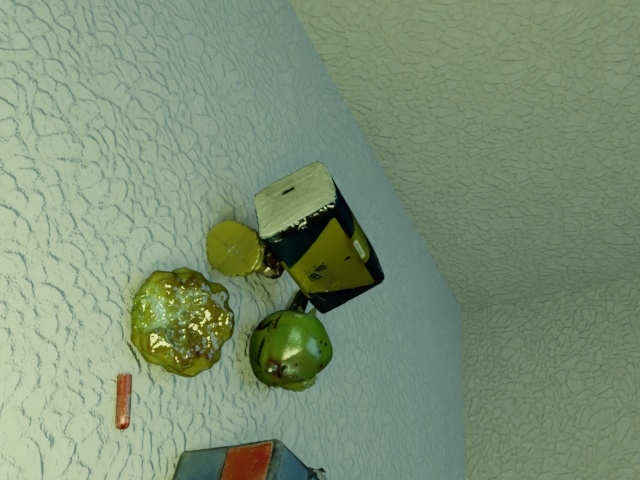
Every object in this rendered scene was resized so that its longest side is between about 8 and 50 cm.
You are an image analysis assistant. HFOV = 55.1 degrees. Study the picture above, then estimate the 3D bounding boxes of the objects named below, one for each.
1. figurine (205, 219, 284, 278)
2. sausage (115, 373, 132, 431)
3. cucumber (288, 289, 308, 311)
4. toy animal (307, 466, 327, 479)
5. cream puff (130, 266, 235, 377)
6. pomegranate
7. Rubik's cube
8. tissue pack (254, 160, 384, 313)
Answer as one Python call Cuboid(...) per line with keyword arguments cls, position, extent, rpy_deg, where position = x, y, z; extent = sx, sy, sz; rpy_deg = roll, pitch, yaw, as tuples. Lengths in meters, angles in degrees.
Cuboid(cls="figurine", position=(-0.207, 0.061, 1.957), extent=(0.315, 0.187, 0.168), rpy_deg=(35, 66, -65))
Cuboid(cls="sausage", position=(-0.450, 0.372, 1.404), extent=(0.034, 0.034, 0.130), rpy_deg=(30, 50, -56))
Cuboid(cls="cucumber", position=(-0.083, 0.246, 2.189), extent=(0.067, 0.067, 0.245), rpy_deg=(66, 25, -17))
Cuboid(cls="toy animal", position=(-0.074, 0.754, 1.801), extent=(0.235, 0.165, 0.187), rpy_deg=(41, 19, -50))
Cuboid(cls="cream puff", position=(-0.355, 0.203, 1.558), extent=(0.281, 0.185, 0.282), rpy_deg=(2, 84, -23))
Cuboid(cls="pomegranate", position=(-0.086, 0.321, 1.920), extent=(0.260, 0.260, 0.341), rpy_deg=(64, 22, -21))
Cuboid(cls="Rubik's cube", position=(-0.174, 0.696, 1.458), extent=(0.316, 0.313, 0.318), rpy_deg=(56, 30, -35))
Cuboid(cls="tissue pack", position=(0.000, 0.000, 1.944), extent=(0.416, 0.264, 0.253), rpy_deg=(57, 10, -42))
